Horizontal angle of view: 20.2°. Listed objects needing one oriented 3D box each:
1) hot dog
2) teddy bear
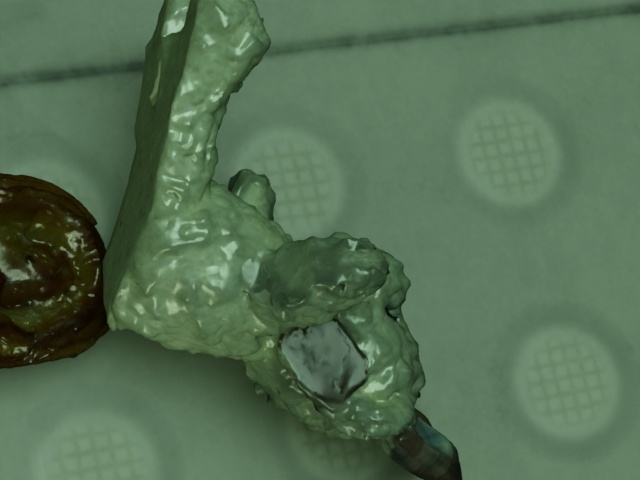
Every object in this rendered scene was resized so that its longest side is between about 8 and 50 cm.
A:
[{"bbox_3d":[-0.308,0.036,1.577,0.259,0.114,0.175,-10,78,-21],"label":"hot dog"},{"bbox_3d":[0.000,0.000,1.586,0.362,0.327,0.375,14,92,-17],"label":"teddy bear"}]
